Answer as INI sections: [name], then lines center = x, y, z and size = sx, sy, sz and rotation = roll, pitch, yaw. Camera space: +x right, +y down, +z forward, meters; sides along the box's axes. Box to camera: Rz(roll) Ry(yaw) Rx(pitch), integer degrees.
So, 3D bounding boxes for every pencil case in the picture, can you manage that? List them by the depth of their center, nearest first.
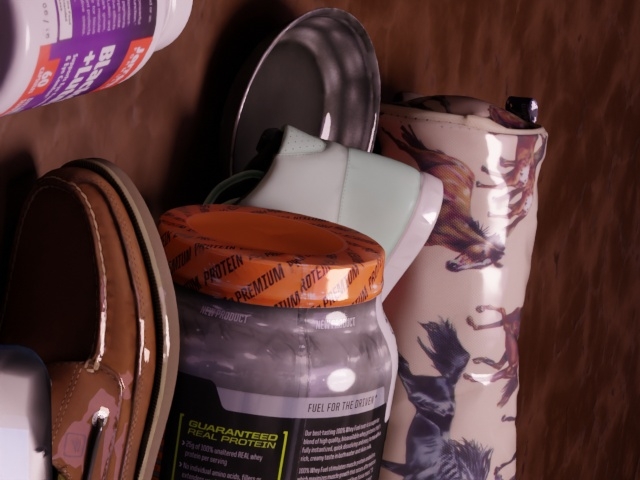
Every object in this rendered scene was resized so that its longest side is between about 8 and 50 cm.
[pencil case]
center = 0.110, 0.070, 1.520
size = 0.183, 0.160, 0.410
rotation = -90, -177, -77

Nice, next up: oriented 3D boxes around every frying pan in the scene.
[frying pan]
center = -0.011, -0.033, 1.336
size = 0.197, 0.053, 0.326
rotation = -43, 138, -39

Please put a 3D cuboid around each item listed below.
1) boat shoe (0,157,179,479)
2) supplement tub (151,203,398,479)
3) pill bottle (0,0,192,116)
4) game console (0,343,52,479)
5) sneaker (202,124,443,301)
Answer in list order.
[boat shoe]
center = -0.160, 0.105, 1.013
size = 0.104, 0.110, 0.307
rotation = -6, 98, -49
[supplement tub]
center = -0.055, 0.146, 1.125
size = 0.193, 0.193, 0.316
rotation = -18, 121, -63
[pill bottle]
center = -0.154, -0.132, 0.943
size = 0.193, 0.108, 0.108
rotation = -28, 123, -60
[game console]
center = -0.196, 0.193, 0.816
size = 0.250, 0.173, 0.293
rotation = 164, -75, -71
[sneaker]
center = -0.034, 0.027, 1.243
size = 0.256, 0.151, 0.094
rotation = -60, -168, 25
